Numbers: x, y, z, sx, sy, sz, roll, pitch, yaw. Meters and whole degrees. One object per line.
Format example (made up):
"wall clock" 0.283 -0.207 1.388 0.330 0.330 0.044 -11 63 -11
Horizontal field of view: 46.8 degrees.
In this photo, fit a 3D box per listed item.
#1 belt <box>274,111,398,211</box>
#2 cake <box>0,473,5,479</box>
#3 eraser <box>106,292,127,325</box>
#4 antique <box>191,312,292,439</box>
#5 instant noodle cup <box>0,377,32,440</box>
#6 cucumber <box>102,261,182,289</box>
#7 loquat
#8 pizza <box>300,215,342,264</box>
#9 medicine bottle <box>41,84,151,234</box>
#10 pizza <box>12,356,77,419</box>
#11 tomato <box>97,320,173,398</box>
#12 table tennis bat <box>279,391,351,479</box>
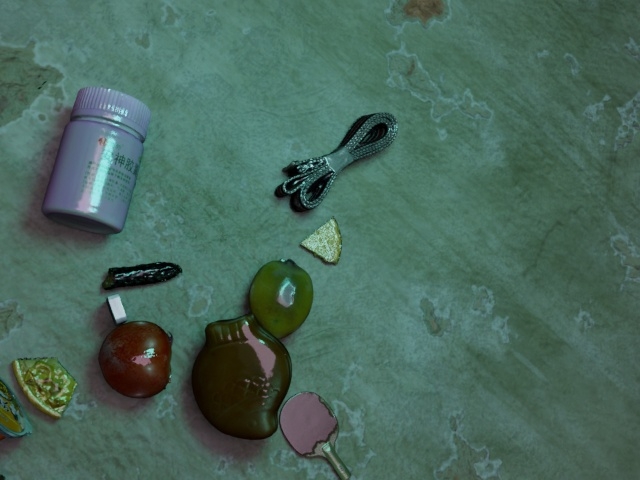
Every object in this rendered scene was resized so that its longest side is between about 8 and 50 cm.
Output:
"belt" 0.046 -0.203 1.852 0.359 0.094 0.126 -37 97 -18
"cake" -0.669 0.614 1.462 0.112 0.116 0.295 7 78 -17
"eraser" -0.447 0.152 1.623 0.026 0.105 0.065 -17 85 -20
"antique" -0.170 0.302 1.646 0.223 0.129 0.278 -18 92 4
"instant noodle cup" -0.697 0.354 1.484 0.125 0.177 0.208 -36 105 -7
"cucumber" -0.404 0.078 1.682 0.181 0.053 0.053 -7 82 -21
"loquat" -0.093 0.138 1.722 0.152 0.152 0.195 13 84 -15
"pizza" 0.000 0.000 1.835 0.108 0.026 0.123 -1 83 -15
"medicine bottle" -0.489 -0.173 1.633 0.178 0.178 0.291 15 75 -14
"pizza" -0.588 0.305 1.587 0.099 0.036 0.160 -38 93 -20
"tomato" -0.398 0.252 1.595 0.167 0.167 0.167 3 79 -17
"table tennis bat" -0.002 0.467 1.752 0.131 0.022 0.234 -36 90 -21
